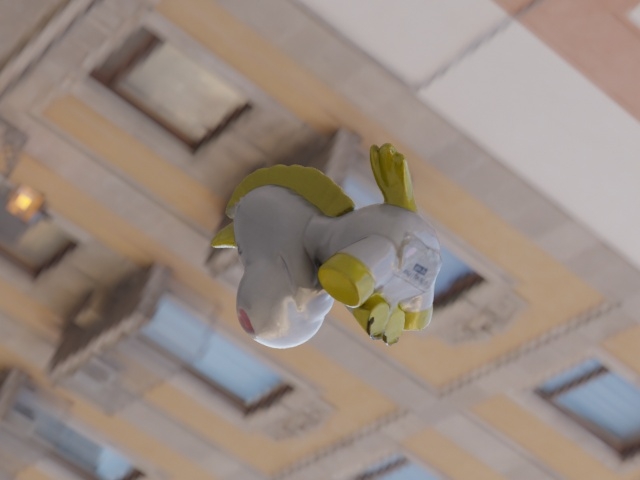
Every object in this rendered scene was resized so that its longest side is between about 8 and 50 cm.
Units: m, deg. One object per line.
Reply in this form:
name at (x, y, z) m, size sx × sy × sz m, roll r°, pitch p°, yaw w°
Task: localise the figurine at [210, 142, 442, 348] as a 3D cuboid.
figurine at (-0.002, 0.008, 1.068) m, size 0.178 × 0.109 × 0.129 m, roll -6°, pitch -103°, yaw 38°
